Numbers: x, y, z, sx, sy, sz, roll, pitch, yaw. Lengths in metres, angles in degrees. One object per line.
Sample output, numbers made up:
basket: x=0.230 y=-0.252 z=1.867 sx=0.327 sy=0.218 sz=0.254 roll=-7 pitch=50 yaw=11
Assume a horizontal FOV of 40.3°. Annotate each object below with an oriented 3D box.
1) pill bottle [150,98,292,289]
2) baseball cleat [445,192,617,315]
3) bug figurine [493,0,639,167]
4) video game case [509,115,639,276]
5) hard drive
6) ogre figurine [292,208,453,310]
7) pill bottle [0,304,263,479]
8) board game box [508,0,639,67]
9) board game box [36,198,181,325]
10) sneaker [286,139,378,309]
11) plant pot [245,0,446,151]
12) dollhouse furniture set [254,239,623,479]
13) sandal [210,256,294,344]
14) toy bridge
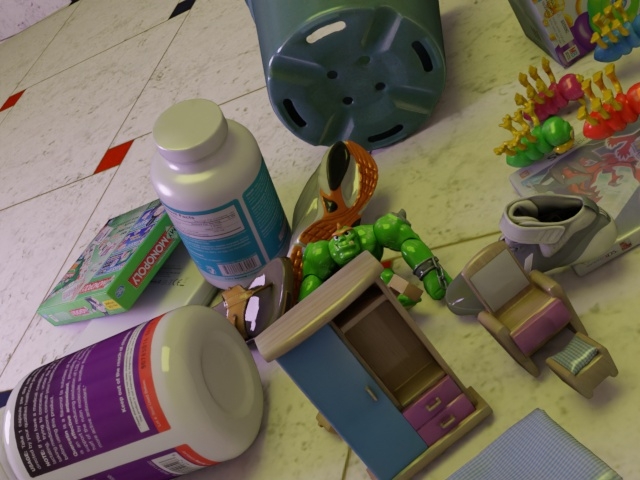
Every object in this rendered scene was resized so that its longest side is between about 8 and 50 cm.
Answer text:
pill bottle: x=-0.134 y=-0.062 z=1.162 sx=0.146 sy=0.264 sz=0.146 roll=-8 pitch=50 yaw=9
baseball cleat: x=0.195 y=0.008 z=0.899 sx=0.206 sy=0.109 sz=0.072 roll=-33 pitch=40 yaw=30
bug figurine: x=0.317 y=-0.177 z=1.039 sx=0.216 sy=0.072 sz=0.279 roll=-29 pitch=21 yaw=37
video game case: x=0.325 y=-0.067 z=0.974 sx=0.183 sy=0.023 sz=0.201 roll=-32 pitch=33 yaw=10
hard drive: x=-0.265 y=0.118 z=1.296 sx=0.203 sy=0.040 sz=0.307 roll=1 pitch=49 yaw=45
ogre figurine: x=0.048 y=0.039 z=1.032 sx=0.197 sy=0.097 sz=0.118 roll=-29 pitch=68 yaw=37
pill bottle: x=-0.241 y=0.207 z=1.033 sx=0.323 sy=0.181 sz=0.181 roll=-23 pitch=36 yaw=22
board game box: x=0.397 y=-0.389 z=1.190 sx=0.275 sy=0.142 sz=0.144 roll=-33 pitch=33 yaw=8
board game box: x=-0.323 y=0.031 z=1.388 sx=0.317 sy=0.046 sz=0.213 roll=-14 pitch=38 yaw=54
sneaker: x=0.000 y=0.000 z=1.163 sx=0.121 sy=0.099 sz=0.262 roll=-37 pitch=29 yaw=58
plant pot: x=0.042 y=-0.334 z=1.322 sx=0.341 sy=0.341 sz=0.334 roll=-25 pitch=42 yaw=19
dollhouse furniture set: x=0.119 y=0.131 z=0.710 sx=0.286 sy=0.198 sz=0.303 roll=-39 pitch=20 yaw=-1
sandal: x=-0.104 y=0.087 z=1.095 sx=0.219 sy=0.060 sz=0.090 roll=-29 pitch=60 yaw=46
toy bridge: x=0.043 y=0.121 z=0.953 sx=0.188 sy=0.026 sz=0.063 roll=-61 pitch=33 yaw=3
